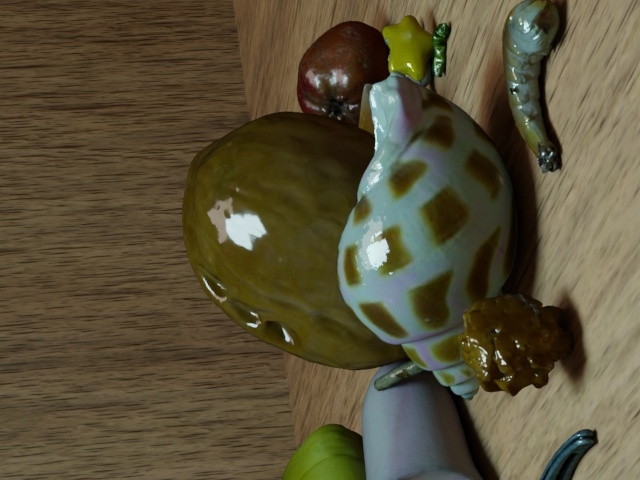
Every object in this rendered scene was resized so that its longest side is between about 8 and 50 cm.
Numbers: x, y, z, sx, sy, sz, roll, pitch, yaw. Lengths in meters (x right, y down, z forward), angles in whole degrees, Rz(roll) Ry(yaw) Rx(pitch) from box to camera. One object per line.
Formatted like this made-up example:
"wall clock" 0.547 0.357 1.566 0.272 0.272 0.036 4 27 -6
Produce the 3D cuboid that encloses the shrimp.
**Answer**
"shrimp" 0.221 -0.158 1.551 0.161 0.049 0.166 105 158 -68

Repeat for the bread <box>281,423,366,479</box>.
"bread" 0.057 0.439 2.119 0.251 0.208 0.376 45 -166 -28

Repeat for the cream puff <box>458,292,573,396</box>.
"cream puff" 0.201 0.110 1.563 0.116 0.122 0.094 21 153 33

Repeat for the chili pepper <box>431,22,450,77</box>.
"chili pepper" 0.156 -0.252 1.960 0.027 0.022 0.083 -56 -23 -46

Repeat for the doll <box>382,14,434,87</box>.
"doll" 0.127 -0.250 2.034 0.135 0.072 0.113 -95 -10 -45

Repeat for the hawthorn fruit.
"hawthorn fruit" 0.044 -0.267 2.290 0.162 0.163 0.203 99 -178 -51

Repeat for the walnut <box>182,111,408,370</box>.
"walnut" 0.000 0.000 1.986 0.308 0.398 0.354 -58 -5 -20

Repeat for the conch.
"conch" 0.127 0.002 1.726 0.249 0.197 0.368 -59 -20 -59

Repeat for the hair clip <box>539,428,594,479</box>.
"hair clip" 0.247 0.263 1.593 0.229 0.039 0.070 98 166 -44

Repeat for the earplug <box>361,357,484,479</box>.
"earplug" 0.121 0.266 1.998 0.301 0.172 0.172 -99 10 -56

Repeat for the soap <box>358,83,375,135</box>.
"soap" 0.099 -0.099 2.188 0.140 0.073 0.232 -106 15 -47

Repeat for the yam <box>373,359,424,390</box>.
"yam" 0.141 0.145 1.918 0.234 0.027 0.029 -36 56 47
